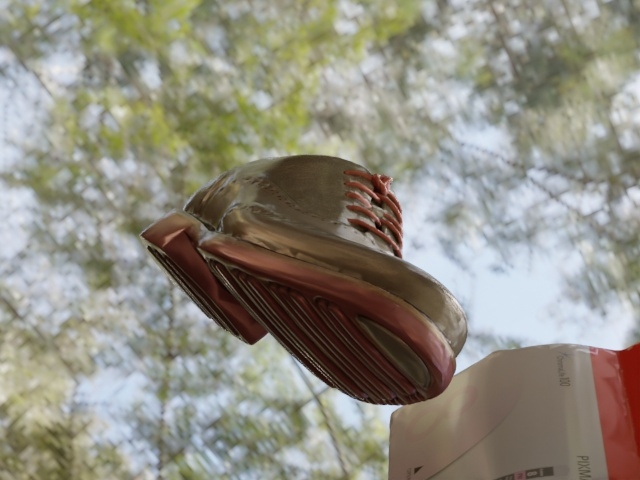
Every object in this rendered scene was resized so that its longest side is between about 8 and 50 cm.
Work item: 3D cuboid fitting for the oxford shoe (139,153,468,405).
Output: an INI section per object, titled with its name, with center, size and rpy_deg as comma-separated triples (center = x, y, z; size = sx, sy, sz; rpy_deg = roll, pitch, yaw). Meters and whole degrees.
[oxford shoe]
center = 0.000, 0.000, 0.978
size = 0.130, 0.123, 0.348
rpy_deg = -45, -154, -12

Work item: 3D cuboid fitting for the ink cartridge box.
[ink cartridge box]
center = 0.145, 0.114, 0.999
size = 0.232, 0.066, 0.189
rpy_deg = -38, -163, 19
